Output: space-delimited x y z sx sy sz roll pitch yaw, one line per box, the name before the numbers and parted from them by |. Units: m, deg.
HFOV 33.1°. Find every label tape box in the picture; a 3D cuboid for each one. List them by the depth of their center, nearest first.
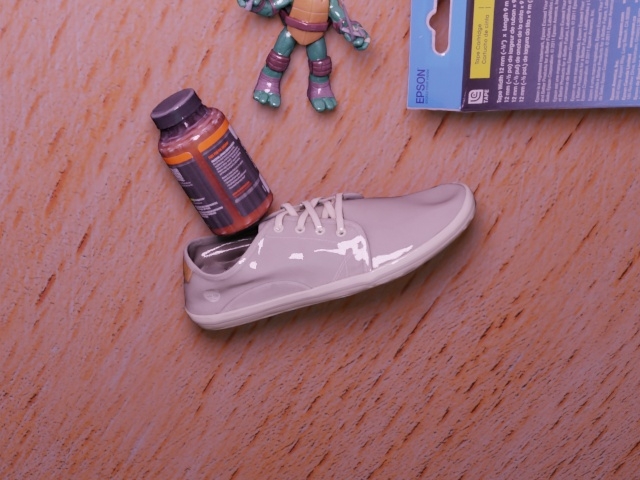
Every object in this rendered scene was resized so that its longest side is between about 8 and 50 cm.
label tape box | 0.285 -0.306 1.435 0.347 0.115 0.249 -1 115 -2

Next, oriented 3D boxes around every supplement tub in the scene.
supplement tub | -0.154 -0.110 1.490 0.106 0.106 0.198 -27 115 8

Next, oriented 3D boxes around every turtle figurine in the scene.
turtle figurine | -0.017 -0.285 1.414 0.175 0.118 0.234 15 130 4

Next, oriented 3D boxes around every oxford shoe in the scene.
oxford shoe | 0.000 0.000 1.530 0.449 0.169 0.130 -18 114 9
